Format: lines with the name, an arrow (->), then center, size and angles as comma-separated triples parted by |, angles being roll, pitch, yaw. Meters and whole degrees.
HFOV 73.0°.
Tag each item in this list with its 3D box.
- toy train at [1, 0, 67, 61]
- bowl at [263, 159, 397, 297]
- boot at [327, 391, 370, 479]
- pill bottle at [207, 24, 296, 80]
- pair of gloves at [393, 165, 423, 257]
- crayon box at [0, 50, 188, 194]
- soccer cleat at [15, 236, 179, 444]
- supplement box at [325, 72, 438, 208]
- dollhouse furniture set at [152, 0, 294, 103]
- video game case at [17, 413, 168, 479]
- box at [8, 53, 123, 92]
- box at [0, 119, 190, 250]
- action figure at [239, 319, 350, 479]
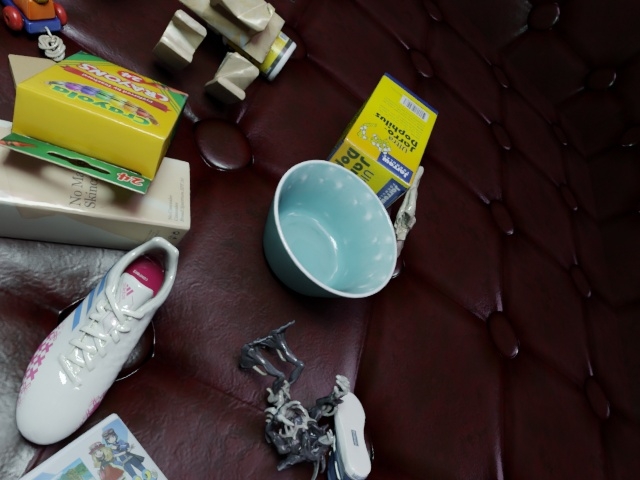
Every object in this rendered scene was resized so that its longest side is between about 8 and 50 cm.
toy train -> -0.518, -0.451, 0.792 | 0.248, 0.143, 0.105 | 49, 47, 4
bowl -> 0.000, 0.000, 0.949 | 0.312, 0.163, 0.311 | 18, 57, -29
boot -> 0.042, 0.391, 0.844 | 0.069, 0.086, 0.190 | 27, 24, -14
pill bottle -> -0.178, -0.529, 1.128 | 0.208, 0.119, 0.119 | 35, 50, -17
pair of gloves -> 0.217, -0.045, 1.103 | 0.042, 0.240, 0.204 | 19, 49, 13
crayon box -> -0.344, -0.206, 0.711 | 0.202, 0.081, 0.318 | 18, 28, -20
soccer cleat -> -0.323, 0.126, 0.646 | 0.116, 0.143, 0.331 | 35, 50, -18
supplement box -> 0.154, -0.251, 1.169 | 0.195, 0.194, 0.356 | 34, 49, -8
dollhouse furniture set -> -0.278, -0.566, 0.969 | 0.394, 0.256, 0.362 | 30, 87, -31
video game case -> -0.300, 0.424, 0.505 | 0.300, 0.036, 0.329 | 46, 38, 10
box -> -0.466, -0.273, 0.836 | 0.201, 0.021, 0.164 | -10, 73, -41
box -> -0.389, -0.077, 0.720 | 0.311, 0.121, 0.148 | 7, 62, -35
action figure -> -0.038, 0.293, 0.780 | 0.164, 0.141, 0.275 | -16, 75, -53
